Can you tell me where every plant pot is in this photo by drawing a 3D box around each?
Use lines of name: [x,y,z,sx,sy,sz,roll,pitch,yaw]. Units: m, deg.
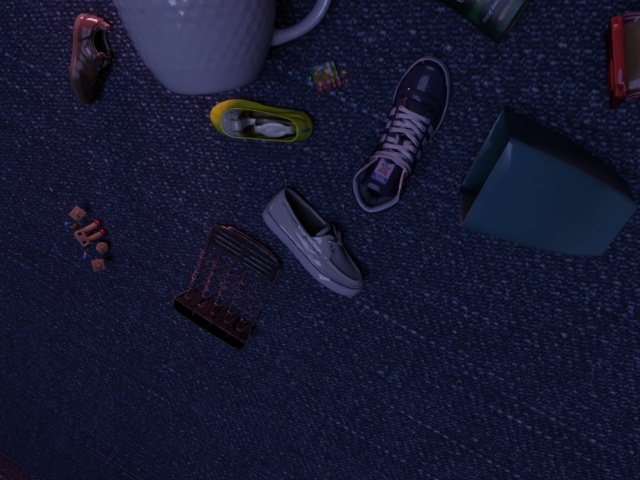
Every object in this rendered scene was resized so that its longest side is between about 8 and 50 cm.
plant pot: [0.375,-0.080,0.939,0.234,0.165,0.166,23,122,0]

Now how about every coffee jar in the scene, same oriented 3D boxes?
coffee jar: [0.231,-0.395,0.879,0.184,0.079,0.096,33,123,4]

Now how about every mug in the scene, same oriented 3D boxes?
mug: [-0.158,-0.431,0.934,0.374,0.276,0.328,-9,122,-7]

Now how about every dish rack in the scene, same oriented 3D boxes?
dish rack: [-0.215,0.105,1.324,0.208,0.074,0.271,30,123,4]

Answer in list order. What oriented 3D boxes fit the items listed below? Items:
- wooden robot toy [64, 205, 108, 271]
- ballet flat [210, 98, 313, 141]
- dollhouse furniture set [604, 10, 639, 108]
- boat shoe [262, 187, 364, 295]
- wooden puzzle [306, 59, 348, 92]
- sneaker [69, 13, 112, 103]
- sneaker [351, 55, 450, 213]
wooden robot toy: [-0.589,-0.008,1.439,0.079,0.076,0.173,11,127,58]
ballet flat: [-0.128,-0.230,1.112,0.231,0.077,0.077,10,120,18]
dollhouse furniture set: [0.495,-0.383,0.762,0.201,0.152,0.374,-2,97,24]
boat shoe: [0.000,0.000,1.174,0.267,0.096,0.088,47,128,4]
wooden puzzle: [0.011,-0.306,1.059,0.083,0.006,0.049,-10,111,26]
sneaker: [-0.476,-0.371,1.190,0.071,0.066,0.188,19,122,11]
sneaker: [0.138,-0.172,0.987,0.099,0.153,0.282,26,122,7]
